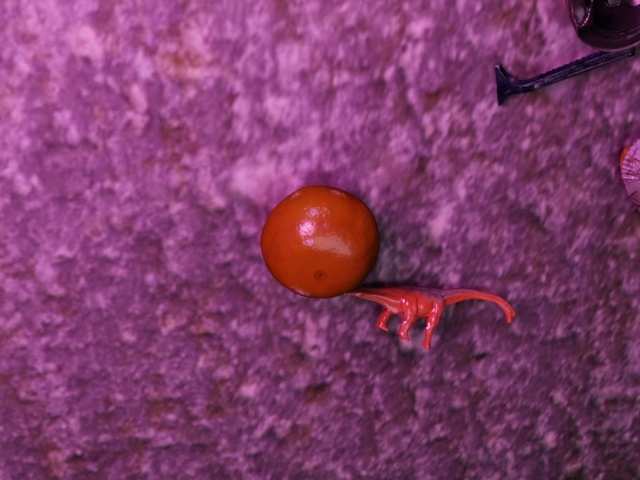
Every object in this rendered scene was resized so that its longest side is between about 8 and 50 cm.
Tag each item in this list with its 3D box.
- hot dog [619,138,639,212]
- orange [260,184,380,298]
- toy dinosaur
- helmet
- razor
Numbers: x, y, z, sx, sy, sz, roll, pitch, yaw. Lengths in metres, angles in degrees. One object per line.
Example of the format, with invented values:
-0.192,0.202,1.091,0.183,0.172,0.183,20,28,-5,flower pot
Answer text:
0.483,-0.083,1.905,0.108,0.059,0.191,-33,133,5,hot dog
0.000,0.000,1.751,0.156,0.124,0.156,1,134,1,orange
0.151,0.103,1.935,0.279,0.055,0.101,15,99,-27,toy dinosaur
0.358,-0.322,1.630,0.153,0.107,0.177,-22,151,-6,helmet
0.319,-0.219,1.746,0.190,0.033,0.066,-17,133,-7,razor
